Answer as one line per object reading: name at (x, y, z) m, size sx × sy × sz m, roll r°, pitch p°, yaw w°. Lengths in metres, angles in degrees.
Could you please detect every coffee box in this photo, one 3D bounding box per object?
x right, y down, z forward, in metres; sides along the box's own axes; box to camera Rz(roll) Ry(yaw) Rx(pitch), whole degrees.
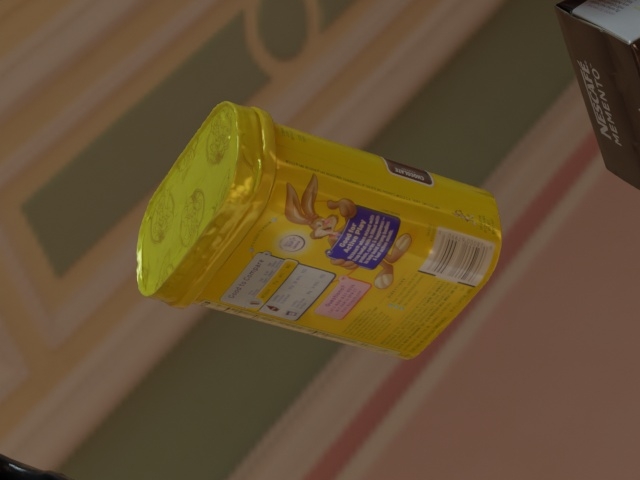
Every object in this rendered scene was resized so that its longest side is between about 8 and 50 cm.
coffee box at (0.359, -0.174, 1.461) m, size 0.297 × 0.119 × 0.168 m, roll -29°, pitch -59°, yaw -11°

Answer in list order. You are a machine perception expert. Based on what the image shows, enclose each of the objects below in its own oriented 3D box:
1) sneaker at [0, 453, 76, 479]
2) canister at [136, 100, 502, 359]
sneaker at (-0.121, 0.200, 1.012) m, size 0.109 × 0.286 × 0.130 m, roll -56°, pitch -27°, yaw -31°
canister at (0.000, 0.000, 1.008) m, size 0.170 × 0.126 × 0.073 m, roll 16°, pitch -135°, yaw -25°
